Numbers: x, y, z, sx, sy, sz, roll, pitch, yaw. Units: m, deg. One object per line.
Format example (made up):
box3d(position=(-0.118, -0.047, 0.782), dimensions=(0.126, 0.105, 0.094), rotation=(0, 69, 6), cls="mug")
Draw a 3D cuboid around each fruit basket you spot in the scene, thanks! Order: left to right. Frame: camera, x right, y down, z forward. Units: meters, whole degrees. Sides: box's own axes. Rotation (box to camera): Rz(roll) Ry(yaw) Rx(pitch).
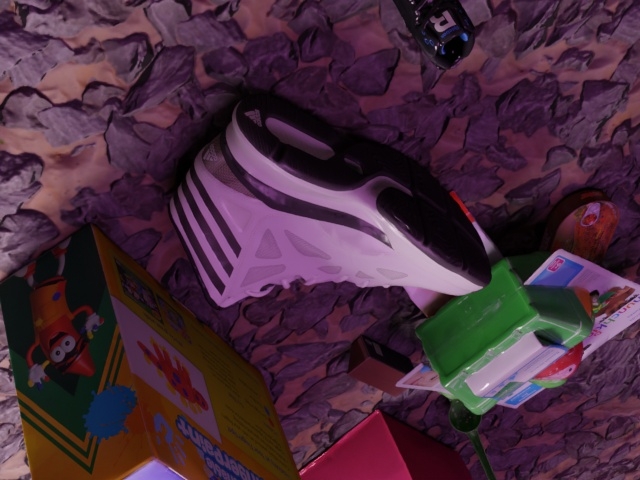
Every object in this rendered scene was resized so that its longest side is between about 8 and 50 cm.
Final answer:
box3d(position=(0.330, 0.159, 1.707), dimensions=(0.327, 0.165, 0.353), rotation=(-41, 139, 24), cls="fruit basket")

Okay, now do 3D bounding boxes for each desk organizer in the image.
box3d(position=(0.092, 0.198, 1.759), dimensions=(0.050, 0.047, 0.130), rotation=(-41, 136, 20), cls="desk organizer")

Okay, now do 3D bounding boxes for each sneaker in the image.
box3d(position=(0.000, -0.001, 1.458), dimensions=(0.447, 0.169, 0.257), rotation=(27, 126, -33), cls="sneaker")
box3d(position=(0.117, -0.277, 1.232), dimensions=(0.079, 0.121, 0.217), rotation=(-32, 138, 6), cls="sneaker")

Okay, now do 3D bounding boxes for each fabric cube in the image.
box3d(position=(0.121, 0.490, 1.913), dimensions=(0.259, 0.254, 0.258), rotation=(-40, 137, 16), cls="fabric cube")

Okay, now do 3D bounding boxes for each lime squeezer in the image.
box3d(position=(0.230, 0.275, 1.869), dimensions=(0.059, 0.110, 0.310), rotation=(-16, 109, 14), cls="lime squeezer")

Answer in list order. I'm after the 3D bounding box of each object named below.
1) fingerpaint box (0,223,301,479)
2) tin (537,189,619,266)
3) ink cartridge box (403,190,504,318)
box3d(position=(-0.193, 0.254, 1.439), dimensions=(0.163, 0.371, 0.445), rotation=(-32, 138, 8), cls="fingerpaint box")
box3d(position=(0.385, 0.001, 1.706), dimensions=(0.106, 0.040, 0.189), rotation=(-11, 137, -21), cls="tin")
box3d(position=(0.176, 0.024, 1.624), dimensions=(0.145, 0.045, 0.179), rotation=(-34, 140, 9), cls="ink cartridge box")
